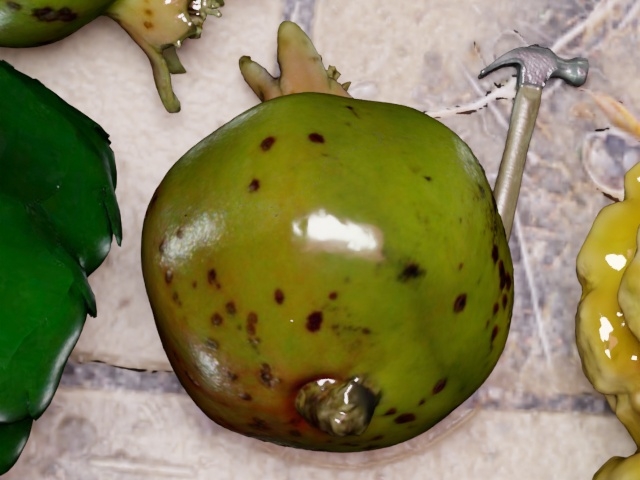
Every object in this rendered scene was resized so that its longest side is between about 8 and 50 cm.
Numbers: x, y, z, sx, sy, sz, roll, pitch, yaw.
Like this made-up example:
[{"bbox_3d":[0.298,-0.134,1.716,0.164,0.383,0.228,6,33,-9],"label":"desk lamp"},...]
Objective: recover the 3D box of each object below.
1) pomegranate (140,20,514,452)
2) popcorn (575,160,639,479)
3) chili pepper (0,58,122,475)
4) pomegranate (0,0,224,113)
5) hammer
[{"bbox_3d":[-0.007,-0.008,0.875,0.198,0.198,0.246,-18,77,-8],"label":"pomegranate"},{"bbox_3d":[0.252,0.064,0.883,0.332,0.225,0.265,-43,94,2],"label":"popcorn"},{"bbox_3d":[-0.231,-0.008,0.825,0.256,0.233,0.248,25,73,-6],"label":"chili pepper"},{"bbox_3d":[-0.132,-0.170,0.901,0.220,0.156,0.156,21,78,-45],"label":"pomegranate"},{"bbox_3d":[0.106,-0.028,0.975,0.062,0.017,0.182,15,82,-3],"label":"hammer"}]
